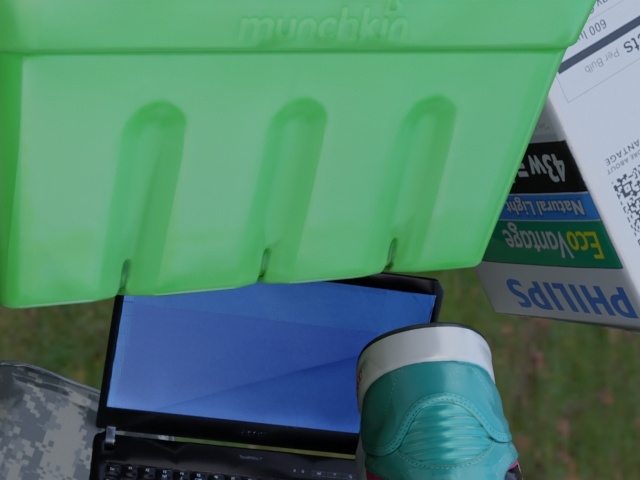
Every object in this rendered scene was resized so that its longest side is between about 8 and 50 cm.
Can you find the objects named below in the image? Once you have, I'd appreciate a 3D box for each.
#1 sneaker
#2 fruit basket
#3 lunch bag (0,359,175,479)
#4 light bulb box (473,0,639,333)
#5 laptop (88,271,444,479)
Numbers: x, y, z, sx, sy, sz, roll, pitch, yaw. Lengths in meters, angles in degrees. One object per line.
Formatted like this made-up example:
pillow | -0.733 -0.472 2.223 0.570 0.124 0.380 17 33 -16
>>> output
sneaker | 0.087 0.195 1.140 0.295 0.123 0.178 74 9 -58
fruit basket | -0.067 -0.173 0.954 0.392 0.283 0.392 -11 110 -31
lunch bag | -0.286 0.299 1.662 0.256 0.212 0.305 121 -13 -58
light bulb box | 0.249 -0.173 1.403 0.358 0.225 0.361 -32 105 -22
laptop | -0.041 0.160 1.265 0.136 0.234 0.264 114 -19 -62
